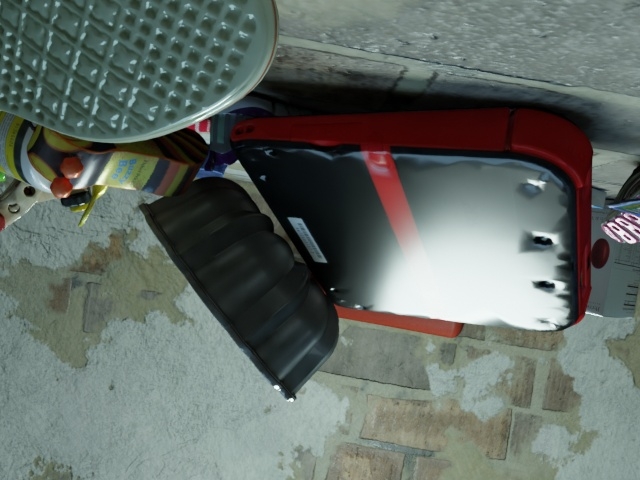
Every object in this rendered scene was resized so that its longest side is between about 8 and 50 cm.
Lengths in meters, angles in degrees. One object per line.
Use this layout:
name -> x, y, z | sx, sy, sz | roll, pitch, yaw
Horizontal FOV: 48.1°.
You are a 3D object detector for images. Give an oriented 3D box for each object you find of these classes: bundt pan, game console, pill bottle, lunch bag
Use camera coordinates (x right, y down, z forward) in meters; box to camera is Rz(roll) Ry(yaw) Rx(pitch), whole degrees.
bundt pan -> -0.090, 0.048, 0.956 | 0.330, 0.124, 0.331 | 52, 175, 6
game console -> 0.120, -0.010, 0.800 | 0.342, 0.060, 0.386 | 6, 151, 23
pill bottle -> -0.399, -0.148, 0.915 | 0.209, 0.119, 0.119 | 23, -175, 19
lunch bag -> -0.240, -0.170, 1.519 | 0.099, 0.065, 0.067 | 11, 165, -13

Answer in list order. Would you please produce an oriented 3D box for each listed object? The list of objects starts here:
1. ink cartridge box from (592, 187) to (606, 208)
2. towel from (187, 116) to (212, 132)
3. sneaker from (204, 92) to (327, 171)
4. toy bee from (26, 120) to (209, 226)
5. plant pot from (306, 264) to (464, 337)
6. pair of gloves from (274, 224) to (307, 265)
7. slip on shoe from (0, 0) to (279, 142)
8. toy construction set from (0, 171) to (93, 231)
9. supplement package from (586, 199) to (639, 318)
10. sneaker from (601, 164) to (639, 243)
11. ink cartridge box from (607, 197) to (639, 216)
ink cartridge box -> 0.407, -0.071, 1.152 | 0.048, 0.028, 0.083 | 9, -179, -33
towel -> -0.207, -0.172, 0.948 | 0.275, 0.031, 0.199 | 10, 180, -10
sneaker -> -0.031, -0.105, 0.845 | 0.224, 0.098, 0.083 | 9, -179, -27
toy bee -> -0.254, -0.091, 0.785 | 0.298, 0.195, 0.162 | -4, -137, -25
plant pot -> 0.119, -0.015, 1.081 | 0.268, 0.267, 0.236 | 10, 167, 2
pair of gloves -> 0.037, -0.001, 1.247 | 0.240, 0.204, 0.042 | 12, 143, 9
slip on shoe -> -0.157, -0.125, 0.415 | 0.331, 0.123, 0.101 | 4, -150, 35
toy construction set -> -0.493, -0.155, 1.255 | 0.237, 0.257, 0.309 | -9, 177, -21
supplement package -> 0.476, 0.026, 1.331 | 0.194, 0.203, 0.149 | 10, -179, 43
sneaker -> 0.376, -0.058, 0.793 | 0.063, 0.074, 0.170 | 27, 158, -1
ink cartridge box -> 0.439, -0.013, 0.621 | 0.186, 0.065, 0.311 | 9, 171, -40
